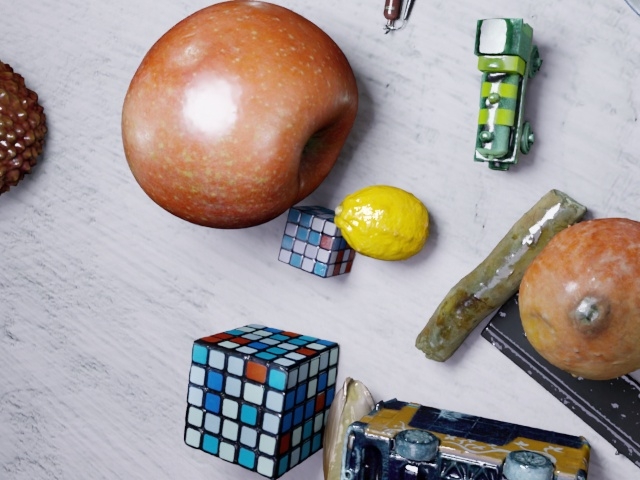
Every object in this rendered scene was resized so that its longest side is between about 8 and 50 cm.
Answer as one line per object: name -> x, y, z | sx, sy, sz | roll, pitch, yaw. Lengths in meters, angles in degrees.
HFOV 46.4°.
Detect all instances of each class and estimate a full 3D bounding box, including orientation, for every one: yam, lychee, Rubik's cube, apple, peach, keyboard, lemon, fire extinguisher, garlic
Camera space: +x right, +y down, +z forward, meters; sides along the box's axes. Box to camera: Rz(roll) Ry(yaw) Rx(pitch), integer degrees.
yam -> 0.252, 0.054, 1.079 | 0.067, 0.071, 0.317 | 32, 112, -16
lychee -> -0.699, -0.233, 1.441 | 0.330, 0.306, 0.306 | 13, 101, -2
Rubik's cube -> 0.000, 0.000, 1.195 | 0.092, 0.092, 0.092 | 19, 103, 26
apple -> -0.114, -0.179, 1.104 | 0.276, 0.348, 0.349 | 30, 107, 16
peach -> 0.354, 0.078, 0.937 | 0.232, 0.232, 0.233 | 2, 95, 28
keyboard -> 0.370, 0.201, 1.054 | 0.309, 0.018, 0.101 | 40, 109, 20
lemon -> 0.093, -0.026, 1.119 | 0.155, 0.114, 0.114 | 9, 101, -16
fire extinguisher -> 0.122, -0.362, 1.142 | 0.046, 0.032, 0.100 | 7, 99, -7
Rubik's cube -> -0.094, 0.249, 1.215 | 0.187, 0.182, 0.184 | 12, 100, 26
garlic -> 0.049, 0.312, 1.188 | 0.086, 0.101, 0.196 | 9, 89, 3

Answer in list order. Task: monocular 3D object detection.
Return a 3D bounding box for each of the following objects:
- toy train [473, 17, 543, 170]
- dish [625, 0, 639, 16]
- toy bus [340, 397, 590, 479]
toy train -> 0.248, -0.197, 1.024 | 0.083, 0.132, 0.200 | 5, 94, 29
dish -> 0.489, -0.385, 0.879 | 0.273, 0.133, 0.273 | 37, 148, 28
toy bus -> 0.206, 0.338, 1.055 | 0.323, 0.194, 0.162 | 6, 98, 25
